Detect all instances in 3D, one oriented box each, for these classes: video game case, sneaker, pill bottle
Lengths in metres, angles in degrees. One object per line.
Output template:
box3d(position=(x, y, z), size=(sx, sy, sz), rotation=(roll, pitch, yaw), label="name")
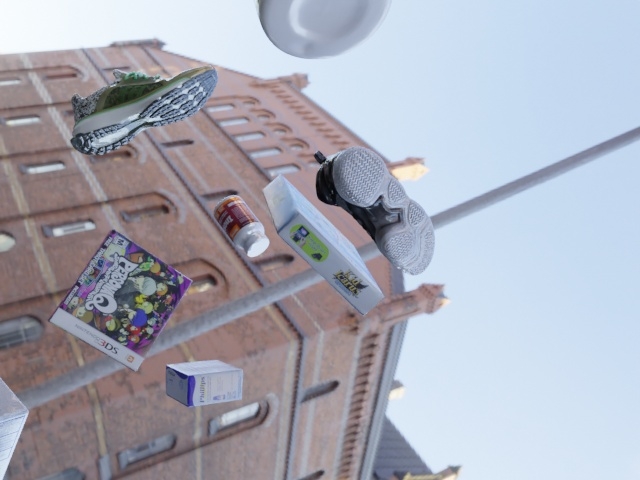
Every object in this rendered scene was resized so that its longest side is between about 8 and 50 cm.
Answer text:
box3d(position=(-0.422, 0.127, 1.404), size=(0.210, 0.232, 0.042), rotation=(37, -21, -20), label="video game case")
box3d(position=(-0.467, -0.382, 1.679), size=(0.158, 0.410, 0.182), rotation=(82, -16, -76), label="sneaker")
box3d(position=(-0.196, -0.035, 1.642), size=(0.152, 0.086, 0.086), rotation=(50, -37, 26), label="pill bottle")
box3d(position=(0.000, 0.000, 1.315), size=(0.244, 0.061, 0.269), rotation=(45, 7, -23), label="video game case")
box3d(position=(-0.031, -0.481, 1.034), size=(0.204, 0.204, 0.361), rotation=(119, -39, -53), label="pill bottle")
box3d(position=(0.088, -0.057, 1.130), size=(0.268, 0.101, 0.153), rotation=(52, -13, -27), label="sneaker")

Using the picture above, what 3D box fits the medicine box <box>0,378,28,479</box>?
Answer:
box3d(position=(-0.802, 0.413, 1.413), size=(0.263, 0.149, 0.289), rotation=(36, -72, 25), label="medicine box")

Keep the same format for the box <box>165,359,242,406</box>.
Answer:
box3d(position=(-0.266, 0.323, 1.496), size=(0.126, 0.137, 0.072), rotation=(2, -89, 55), label="box")
